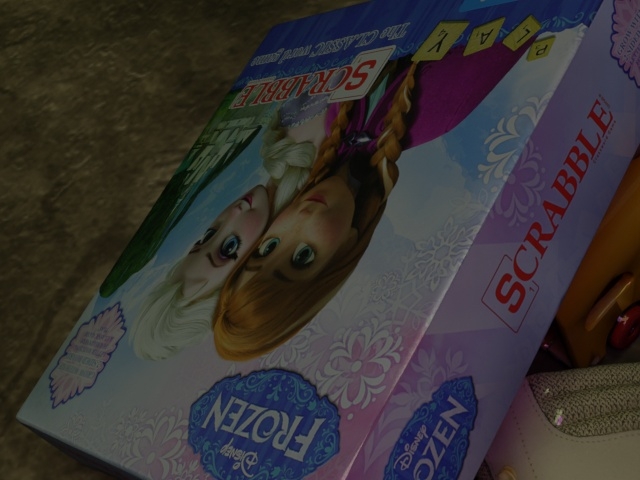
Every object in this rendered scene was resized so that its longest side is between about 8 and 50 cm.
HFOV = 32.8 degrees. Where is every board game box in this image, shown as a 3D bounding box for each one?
[{"bbox_3d":[0.000,0.000,0.587,0.318,0.066,0.318,1,56,55],"label":"board game box"}]

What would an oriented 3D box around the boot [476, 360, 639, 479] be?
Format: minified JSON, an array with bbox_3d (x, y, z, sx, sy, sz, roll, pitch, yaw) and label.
[{"bbox_3d":[0.093,0.173,0.487,0.261,0.095,0.203,-22,53,-4],"label":"boot"}]

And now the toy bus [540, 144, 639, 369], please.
[{"bbox_3d":[0.161,-0.031,0.593,0.190,0.104,0.202,-10,56,17],"label":"toy bus"}]
